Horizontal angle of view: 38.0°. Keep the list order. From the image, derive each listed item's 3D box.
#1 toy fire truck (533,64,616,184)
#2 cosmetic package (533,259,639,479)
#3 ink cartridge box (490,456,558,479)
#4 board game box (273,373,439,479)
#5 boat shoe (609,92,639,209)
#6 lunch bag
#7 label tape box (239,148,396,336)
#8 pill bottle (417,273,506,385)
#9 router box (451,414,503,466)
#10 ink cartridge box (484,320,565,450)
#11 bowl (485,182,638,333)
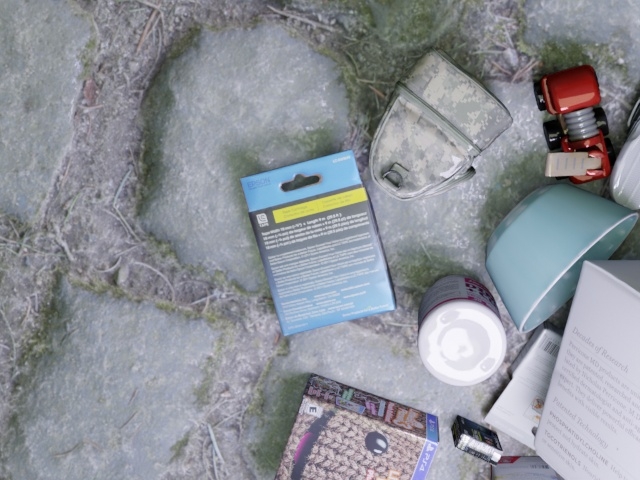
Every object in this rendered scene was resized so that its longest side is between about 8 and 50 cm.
[{"bbox_3d":[0.465,-0.203,1.714,0.158,0.246,0.217,-14,99,8],"label":"toy fire truck"},{"bbox_3d":[0.634,0.271,1.622,0.329,0.327,0.394,0,111,-25],"label":"cosmetic package"},{"bbox_3d":[0.418,0.534,1.893,0.128,0.176,0.127,-1,100,6],"label":"ink cartridge box"},{"bbox_3d":[0.073,0.447,1.932,0.291,0.141,0.232,18,102,3],"label":"board game box"},{"bbox_3d":[0.643,-0.213,1.761,0.121,0.119,0.335,27,96,-10],"label":"boat shoe"},{"bbox_3d":[0.198,-0.191,1.722,0.212,0.305,0.256,42,98,0],"label":"lunch bag"},{"bbox_3d":[0.000,0.000,1.873,0.240,0.106,0.334,-13,99,9],"label":"label tape box"},{"bbox_3d":[0.266,0.160,1.784,0.160,0.283,0.160,1,101,6],"label":"pill bottle"},{"bbox_3d":[0.320,0.410,1.909,0.092,0.122,0.038,23,98,0],"label":"router box"},{"bbox_3d":[0.512,0.333,1.907,0.275,0.060,0.239,30,108,-1],"label":"ink cartridge box"},{"bbox_3d":[0.431,0.012,1.758,0.163,0.311,0.311,45,103,21],"label":"bowl"}]
